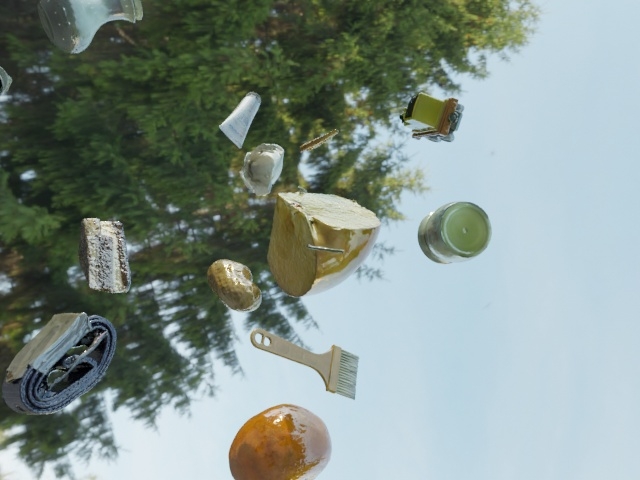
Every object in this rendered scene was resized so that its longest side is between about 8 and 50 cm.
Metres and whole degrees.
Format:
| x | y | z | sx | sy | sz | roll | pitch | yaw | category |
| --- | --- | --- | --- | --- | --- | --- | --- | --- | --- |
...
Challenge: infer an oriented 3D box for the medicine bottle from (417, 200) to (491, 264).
| x | y | z | sx | sy | sz | roll | pitch | yaw | category |
| --- | --- | --- | --- | --- | --- | --- | --- | --- | --- |
| 0.327 | -0.017 | 1.570 | 0.143 | 0.147 | 0.147 | 147 | -76 | -75 | medicine bottle |

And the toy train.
| x | y | z | sx | sy | sz | roll | pitch | yaw | category |
| --- | --- | --- | --- | --- | --- | --- | --- | --- | --- |
| 0.248 | -0.284 | 1.474 | 0.219 | 0.127 | 0.089 | -152 | -99 | -76 | toy train |

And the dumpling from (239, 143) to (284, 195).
| x | y | z | sx | sy | sz | roll | pitch | yaw | category |
| --- | --- | --- | --- | --- | --- | --- | --- | --- | --- |
| -0.190 | -0.235 | 2.074 | 0.127 | 0.188 | 0.108 | 23 | -14 | 5 | dumpling |

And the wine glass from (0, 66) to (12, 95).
| x | y | z | sx | sy | sz | roll | pitch | yaw | category |
| --- | --- | --- | --- | --- | --- | --- | --- | --- | --- |
| -0.677 | -0.323 | 1.310 | 0.155 | 0.072 | 0.072 | -139 | -134 | -63 | wine glass |

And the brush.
| x | y | z | sx | sy | sz | roll | pitch | yaw | category |
| --- | --- | --- | --- | --- | --- | --- | --- | --- | --- |
| -0.029 | 0.239 | 1.304 | 0.013 | 0.272 | 0.103 | -30 | -138 | 45 | brush |

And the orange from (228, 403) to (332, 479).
| x | y | z | sx | sy | sz | roll | pitch | yaw | category |
| --- | --- | --- | --- | --- | --- | --- | --- | --- | --- |
| -0.108 | 0.566 | 1.720 | 0.226 | 0.284 | 0.284 | 56 | -43 | 24 | orange |

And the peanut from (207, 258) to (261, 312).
| x | y | z | sx | sy | sz | roll | pitch | yaw | category |
| --- | --- | --- | --- | --- | --- | --- | --- | --- | --- |
| -0.218 | 0.113 | 1.626 | 0.226 | 0.108 | 0.095 | 39 | -25 | 55 | peanut |

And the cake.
| x | y | z | sx | sy | sz | roll | pitch | yaw | category |
| --- | --- | --- | --- | --- | --- | --- | --- | --- | --- |
| -0.560 | 0.072 | 1.652 | 0.135 | 0.112 | 0.246 | -60 | -141 | 39 | cake |

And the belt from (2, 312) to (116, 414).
| x | y | z | sx | sy | sz | roll | pitch | yaw | category |
| --- | --- | --- | --- | --- | --- | --- | --- | --- | --- |
| -0.513 | 0.244 | 1.276 | 0.126 | 0.230 | 0.140 | -12 | -60 | 43 | belt |

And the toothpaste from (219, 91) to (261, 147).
| x | y | z | sx | sy | sz | roll | pitch | yaw | category |
| --- | --- | --- | --- | --- | --- | --- | --- | --- | --- |
| -0.271 | -0.422 | 2.202 | 0.066 | 0.323 | 0.100 | -32 | -66 | 28 | toothpaste |

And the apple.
| x | y | z | sx | sy | sz | roll | pitch | yaw | category |
| --- | --- | --- | --- | --- | --- | --- | --- | --- | --- |
| 0.000 | 0.000 | 1.644 | 0.309 | 0.314 | 0.252 | 40 | -10 | 51 | apple |

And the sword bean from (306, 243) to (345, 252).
| x | y | z | sx | sy | sz | roll | pitch | yaw | category |
| --- | --- | --- | --- | --- | --- | --- | --- | --- | --- |
| 0.011 | 0.018 | 1.342 | 0.083 | 0.012 | 0.012 | 8 | -68 | 13 | sword bean |

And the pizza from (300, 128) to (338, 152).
| x | y | z | sx | sy | sz | roll | pitch | yaw | category |
| --- | --- | --- | --- | --- | --- | --- | --- | --- | --- |
| 0.001 | -0.282 | 1.810 | 0.123 | 0.108 | 0.026 | -25 | -81 | 12 | pizza |

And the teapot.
| x | y | z | sx | sy | sz | roll | pitch | yaw | category |
| --- | --- | --- | --- | --- | --- | --- | --- | --- | --- |
| -0.618 | -0.617 | 1.726 | 0.183 | 0.251 | 0.183 | 40 | -35 | 37 | teapot |
